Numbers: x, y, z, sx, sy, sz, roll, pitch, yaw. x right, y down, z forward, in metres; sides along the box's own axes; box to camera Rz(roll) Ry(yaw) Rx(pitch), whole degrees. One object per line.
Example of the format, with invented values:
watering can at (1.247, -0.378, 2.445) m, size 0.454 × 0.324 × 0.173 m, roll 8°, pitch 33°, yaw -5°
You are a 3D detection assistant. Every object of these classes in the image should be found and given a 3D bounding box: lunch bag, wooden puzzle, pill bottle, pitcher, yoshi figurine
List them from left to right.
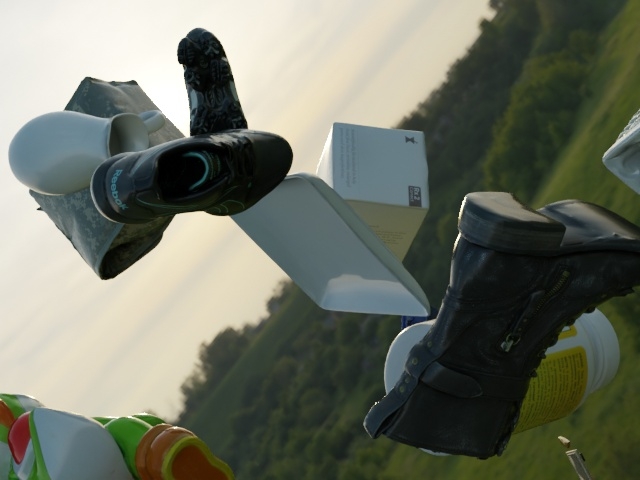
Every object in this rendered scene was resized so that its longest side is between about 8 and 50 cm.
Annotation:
yoshi figurine at (-0.258, 0.256, 1.082) m, size 0.203 × 0.362 × 0.203 m, roll 10°, pitch -92°, yaw -52°
pitcher at (-0.350, -0.145, 1.612) m, size 0.207 × 0.125 × 0.178 m, roll -7°, pitch 21°, yaw 27°
lunch bag at (-0.370, -0.104, 1.889) m, size 0.287 × 0.235 × 0.169 m, roll -51°, pitch -20°, yaw 23°
lunch bag at (0.186, 0.161, 1.927) m, size 0.065 × 0.098 × 0.067 m, roll -17°, pitch 59°, yaw 36°
pill bottle at (0.274, 0.186, 1.558) m, size 0.334 × 0.188 × 0.188 m, roll -9°, pitch -29°, yaw -35°
wooden puzzle at (0.455, 0.395, 1.864) m, size 0.014 × 0.116 × 0.078 m, roll -25°, pitch -6°, yaw -6°

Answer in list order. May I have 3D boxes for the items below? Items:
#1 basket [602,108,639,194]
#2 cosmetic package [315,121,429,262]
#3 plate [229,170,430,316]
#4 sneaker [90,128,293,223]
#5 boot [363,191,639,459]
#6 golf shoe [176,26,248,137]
basket at (0.443, -0.101, 1.273) m, size 0.103 × 0.167 × 0.113 m, roll -55°, pitch 2°, yaw -31°
cosmetic package at (0.075, -0.070, 1.701) m, size 0.184 × 0.151 × 0.151 m, roll 110°, pitch 163°, yaw -56°
plate at (0.000, 0.000, 1.492) m, size 0.045 × 0.277 × 0.278 m, roll -53°, pitch 25°, yaw -22°
sneaker at (-0.121, -0.072, 1.203) m, size 0.267 × 0.101 × 0.106 m, roll -19°, pitch 6°, yaw -41°
boot at (0.176, 0.082, 0.907) m, size 0.091 × 0.263 × 0.229 m, roll 47°, pitch 125°, yaw 57°
golf shoe at (-0.133, -0.175, 1.353) m, size 0.094 × 0.077 × 0.198 m, roll -100°, pitch 5°, yaw -64°
